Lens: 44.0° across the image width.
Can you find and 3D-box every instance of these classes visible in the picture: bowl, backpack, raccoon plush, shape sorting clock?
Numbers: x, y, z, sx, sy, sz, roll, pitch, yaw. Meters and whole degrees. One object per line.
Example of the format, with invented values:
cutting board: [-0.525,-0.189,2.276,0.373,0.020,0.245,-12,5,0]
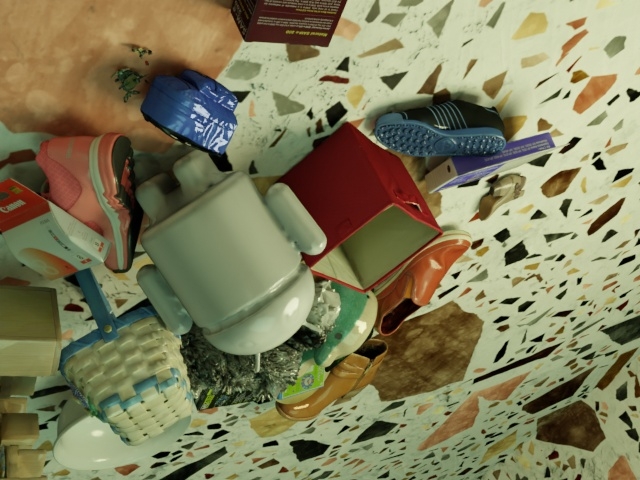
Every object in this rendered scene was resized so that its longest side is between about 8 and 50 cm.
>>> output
bowl: [-0.433,0.364,1.702,0.297,0.134,0.298,-17,146,-12]
backpack: [-0.187,-0.189,1.118,0.120,0.098,0.101,16,100,-46]
raccoon plush: [-0.188,0.166,1.508,0.299,0.216,0.446,-2,146,-26]
shape sorting clock: [-0.047,0.293,1.882,0.206,0.040,0.206,-16,119,-31]

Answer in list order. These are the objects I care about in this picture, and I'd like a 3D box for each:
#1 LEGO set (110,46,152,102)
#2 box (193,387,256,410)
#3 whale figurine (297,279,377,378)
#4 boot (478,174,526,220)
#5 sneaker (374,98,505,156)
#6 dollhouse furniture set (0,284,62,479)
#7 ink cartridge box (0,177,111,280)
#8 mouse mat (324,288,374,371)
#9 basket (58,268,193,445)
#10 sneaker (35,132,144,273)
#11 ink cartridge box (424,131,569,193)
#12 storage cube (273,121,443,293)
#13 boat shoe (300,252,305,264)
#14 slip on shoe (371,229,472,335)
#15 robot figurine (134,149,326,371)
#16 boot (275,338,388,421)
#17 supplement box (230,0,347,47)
LEGO set: [-0.258,-0.230,1.083,0.083,0.023,0.054,-51,144,14]
box: [-0.192,0.334,1.903,0.184,0.045,0.191,-1,140,-30]
whale figurine: [-0.001,0.187,1.717,0.141,0.216,0.272,39,120,-15]
boot: [0.392,-0.091,1.690,0.087,0.042,0.118,-14,146,-21]
sneaker: [0.206,-0.202,1.383,0.232,0.090,0.081,6,142,-7]
dollhouse furniture set: [-0.587,0.276,1.288,0.256,0.362,0.394,7,117,-26]
ink cartridge box: [-0.422,-0.011,1.166,0.145,0.045,0.179,-16,141,38]
mouse mat: [0.067,0.199,1.778,0.007,0.190,0.152,39,115,-18]
basket: [-0.342,0.181,1.345,0.201,0.289,0.255,-23,152,-11]
sneaker: [-0.350,-0.061,1.208,0.136,0.116,0.314,6,147,-2]
ink cartridge box: [0.320,-0.149,1.471,0.206,0.045,0.208,-16,178,-13]
storage cube: [0.061,-0.052,1.383,0.215,0.193,0.183,-38,145,21]
boat shoe: [0.000,0.000,1.556,0.135,0.050,0.045,-37,144,0]
slip on shoe: [0.225,0.097,1.793,0.123,0.101,0.331,16,128,-44]
robot figurine: [-0.142,0.032,1.245,0.300,0.353,0.200,-30,-170,14]
boot: [0.034,0.351,2.015,0.283,0.109,0.220,-7,144,-30]
supplement box: [-0.017,-0.363,0.999,0.130,0.073,0.239,-3,141,-29]
